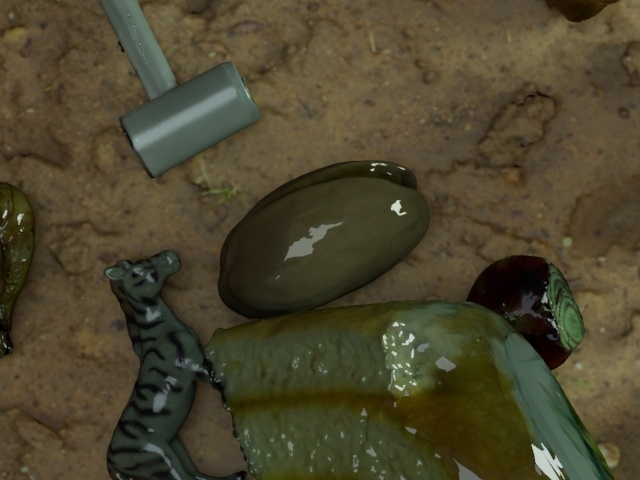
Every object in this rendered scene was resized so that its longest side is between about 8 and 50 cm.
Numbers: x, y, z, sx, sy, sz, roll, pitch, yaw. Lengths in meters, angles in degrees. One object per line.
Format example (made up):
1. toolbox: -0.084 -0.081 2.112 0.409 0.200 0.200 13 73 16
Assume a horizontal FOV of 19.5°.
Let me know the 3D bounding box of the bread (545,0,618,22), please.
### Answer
1. bread: 0.274 -0.271 1.817 0.125 0.106 0.082 -27 84 5

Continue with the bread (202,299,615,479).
1. bread: 0.103 0.188 1.701 0.264 0.239 0.395 -35 82 30

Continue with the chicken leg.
1. chicken leg: -0.331 0.030 1.879 0.093 0.070 0.178 0 96 11

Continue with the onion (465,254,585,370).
1. onion: 0.193 0.073 1.803 0.118 0.118 0.117 -11 82 4

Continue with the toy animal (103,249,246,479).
1. toy animal: -0.127 0.140 1.843 0.169 0.090 0.255 1 84 10

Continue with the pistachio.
1. pistachio: 0.000 0.000 1.822 0.226 0.136 0.136 -27 85 -2

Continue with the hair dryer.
1. hair dryer: -0.167 -0.193 1.882 0.131 0.073 0.236 -29 75 1
